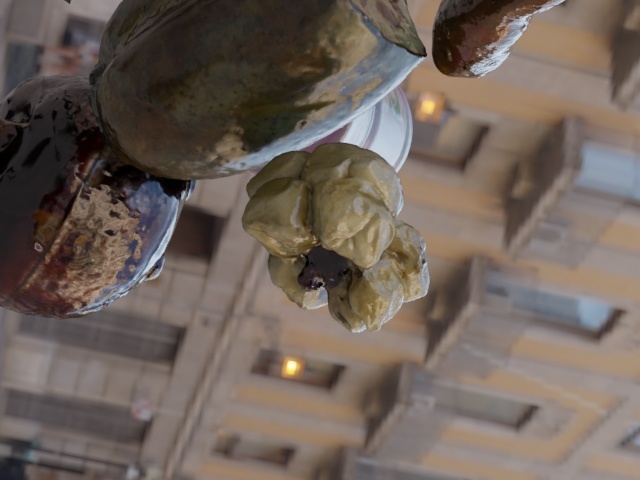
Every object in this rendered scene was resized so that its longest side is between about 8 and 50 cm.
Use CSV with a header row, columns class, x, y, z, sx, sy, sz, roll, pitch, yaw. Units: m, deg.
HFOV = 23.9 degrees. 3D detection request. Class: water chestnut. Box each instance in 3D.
class,x,y,z,sx,sy,sz,roll,pitch,yaw
water chestnut,-0.345,-0.068,1.812,0.335,0.347,0.335,-38,-142,37

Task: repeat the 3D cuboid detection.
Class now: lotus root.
class,x,y,z,sx,sy,sz,roll,pitch,yaw
lotus root,-0.082,-0.193,1.576,0.346,0.250,0.250,-25,-147,19

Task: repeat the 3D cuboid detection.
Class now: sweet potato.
class,x,y,z,sx,sy,sz,roll,pitch,yaw
sweet potato,0.203,-0.263,1.708,0.385,0.109,0.109,146,-45,-72

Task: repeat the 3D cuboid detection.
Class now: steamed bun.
class,x,y,z,sx,sy,sz,roll,pitch,yaw
steamed bun,0.000,0.000,1.487,0.106,0.192,0.178,-46,134,-38

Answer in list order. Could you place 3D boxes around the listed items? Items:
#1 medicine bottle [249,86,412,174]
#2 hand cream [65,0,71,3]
class,x,y,z,sx,sy,sz,roll,pitch,yaw
medicine bottle,-0.010,-0.167,1.996,0.325,0.212,0.212,14,89,-73
hand cream,-0.316,-0.413,1.722,0.120,0.061,0.271,35,-49,54
